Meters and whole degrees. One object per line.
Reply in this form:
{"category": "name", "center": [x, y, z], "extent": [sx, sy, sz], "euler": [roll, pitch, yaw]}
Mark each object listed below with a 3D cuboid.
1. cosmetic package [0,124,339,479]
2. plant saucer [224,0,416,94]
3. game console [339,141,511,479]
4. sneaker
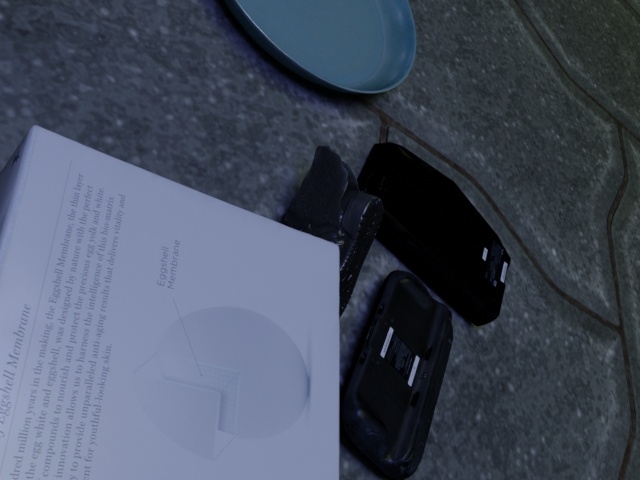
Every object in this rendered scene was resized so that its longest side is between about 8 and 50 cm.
{"category": "cosmetic package", "center": [-0.115, 0.089, 0.432], "extent": [0.225, 0.138, 0.224], "euler": [23, 54, -34]}
{"category": "plant saucer", "center": [-0.014, -0.302, 0.805], "extent": [0.317, 0.044, 0.317], "euler": [21, 55, -33]}
{"category": "game console", "center": [0.092, 0.058, 0.710], "extent": [0.213, 0.044, 0.361], "euler": [41, 46, -16]}
{"category": "sneaker", "center": [-0.001, -0.001, 0.645], "extent": [0.051, 0.089, 0.170], "euler": [34, 80, -57]}
